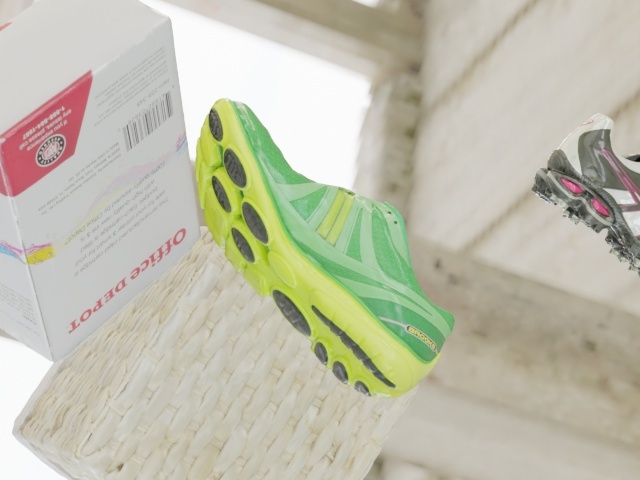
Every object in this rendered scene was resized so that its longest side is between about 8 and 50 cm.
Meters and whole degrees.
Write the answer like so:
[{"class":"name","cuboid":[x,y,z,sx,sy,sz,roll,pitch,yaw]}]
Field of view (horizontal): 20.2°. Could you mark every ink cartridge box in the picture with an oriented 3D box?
[{"class":"ink cartridge box","cuboid":[-0.245,-0.068,1.738,0.226,0.131,0.306,-41,148,-31]}]

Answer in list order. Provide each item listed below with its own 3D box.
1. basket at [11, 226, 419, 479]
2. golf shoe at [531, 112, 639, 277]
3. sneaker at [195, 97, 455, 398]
[{"class":"basket","cuboid":[-0.113,0.188,2.063,0.331,0.328,0.266,-56,-161,-14]},{"class":"golf shoe","cuboid":[0.375,-0.030,2.087,0.120,0.273,0.105,-54,-155,-3]},{"class":"sneaker","cuboid":[0.000,0.000,1.545,0.123,0.295,0.109,-35,176,-35]}]
